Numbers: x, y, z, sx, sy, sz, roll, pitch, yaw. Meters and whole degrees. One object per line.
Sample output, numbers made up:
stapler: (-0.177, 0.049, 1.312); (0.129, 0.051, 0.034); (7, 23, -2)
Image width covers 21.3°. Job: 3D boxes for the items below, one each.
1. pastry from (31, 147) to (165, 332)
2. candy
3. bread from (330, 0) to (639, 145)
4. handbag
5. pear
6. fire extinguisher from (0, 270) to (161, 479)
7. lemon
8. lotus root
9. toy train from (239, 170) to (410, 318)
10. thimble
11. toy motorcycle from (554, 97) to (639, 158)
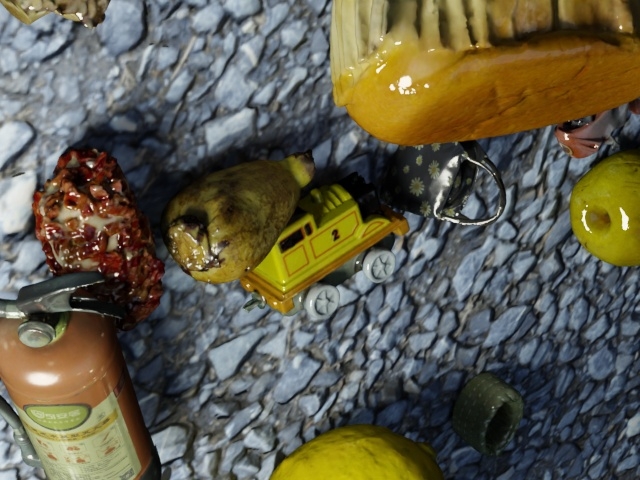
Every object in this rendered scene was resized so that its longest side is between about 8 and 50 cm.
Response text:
pastry: (-0.206, 0.007, 1.622); (0.115, 0.097, 0.208); (-26, 137, -14)
candy: (-0.217, -0.231, 1.435); (0.095, 0.085, 0.110); (7, 104, -40)
bread: (0.197, -0.203, 1.730); (0.389, 0.236, 0.183); (-7, 86, -16)
handbag: (0.149, -0.063, 1.877); (0.072, 0.139, 0.115); (3, 116, -55)
pear: (0.393, -0.040, 2.128); (0.162, 0.149, 0.148); (-12, 127, -39)
fire extinguisher: (-0.266, 0.146, 1.615); (0.200, 0.113, 0.376); (-12, 144, -5)
lemon: (0.031, 0.345, 2.007); (0.288, 0.233, 0.233); (-52, 141, 3)
lotus root: (-0.077, -0.029, 1.712); (0.191, 0.108, 0.094); (-36, 167, -37)
toy train: (0.000, 0.000, 1.823); (0.219, 0.089, 0.127); (-32, 127, -21)
thimble: (0.219, 0.230, 2.231); (0.084, 0.062, 0.110); (-25, 134, -31)
toy motorcycle: (0.343, -0.166, 2.035); (0.212, 0.084, 0.118); (-18, 122, -41)
